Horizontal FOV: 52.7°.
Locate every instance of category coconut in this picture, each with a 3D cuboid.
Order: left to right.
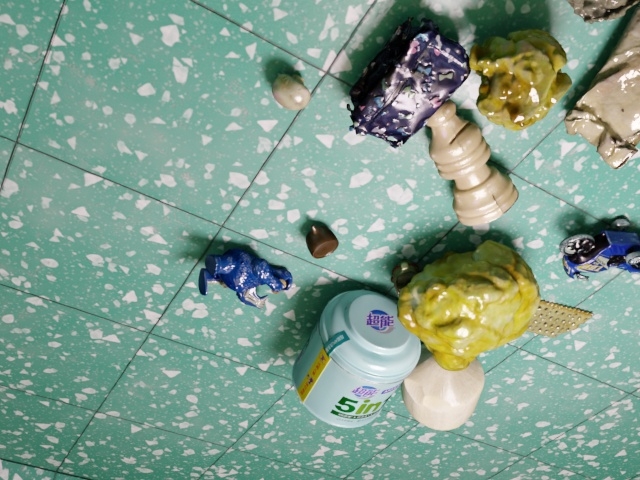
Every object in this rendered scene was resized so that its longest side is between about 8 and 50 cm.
[{"bbox_3d":[0.356,0.414,1.901,0.237,0.237,0.266,0,139,-1],"label":"coconut"}]

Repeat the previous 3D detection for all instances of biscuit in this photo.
[{"bbox_3d":[0.665,0.232,1.876,0.203,0.016,0.144,15,132,-14],"label":"biscuit"}]

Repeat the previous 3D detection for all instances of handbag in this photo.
[{"bbox_3d":[0.165,-0.310,1.279,0.162,0.113,0.260,19,129,-30],"label":"handbag"}]

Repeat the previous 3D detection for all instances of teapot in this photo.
[{"bbox_3d":[0.000,0.000,1.611,0.076,0.068,0.121,-31,153,0],"label":"teapot"}]

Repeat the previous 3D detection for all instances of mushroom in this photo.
[{"bbox_3d":[-0.058,-0.303,1.311,0.083,0.083,0.067,32,85,-27],"label":"mushroom"}]

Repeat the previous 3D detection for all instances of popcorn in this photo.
[{"bbox_3d":[0.385,0.168,1.624,0.334,0.293,0.292,-29,96,19],"label":"popcorn"},{"bbox_3d":[0.374,-0.312,1.231,0.187,0.167,0.185,-27,127,6],"label":"popcorn"}]

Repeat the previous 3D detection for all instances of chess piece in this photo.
[{"bbox_3d":[0.308,-0.178,1.418,0.139,0.124,0.307,2,141,46],"label":"chess piece"}]

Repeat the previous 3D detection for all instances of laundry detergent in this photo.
[{"bbox_3d":[0.102,0.307,1.753,0.287,0.287,0.305,14,133,-14],"label":"laundry detergent"}]

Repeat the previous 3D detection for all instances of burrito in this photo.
[{"bbox_3d":[0.626,-0.313,1.273,0.175,0.107,0.347,26,128,7],"label":"burrito"}]

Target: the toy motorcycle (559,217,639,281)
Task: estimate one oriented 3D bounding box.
[{"bbox_3d":[0.724,0.036,1.629,0.315,0.113,0.169,3,145,-15],"label":"toy motorcycle"}]

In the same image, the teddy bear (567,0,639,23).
[{"bbox_3d":[0.542,-0.500,1.041,0.357,0.224,0.367,27,132,-6],"label":"teddy bear"}]

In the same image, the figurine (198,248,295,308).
[{"bbox_3d":[-0.185,0.085,1.663,0.262,0.120,0.164,19,140,-41],"label":"figurine"}]

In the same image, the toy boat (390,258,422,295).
[{"bbox_3d":[0.230,0.107,1.710,0.089,0.071,0.185,-10,134,8],"label":"toy boat"}]
